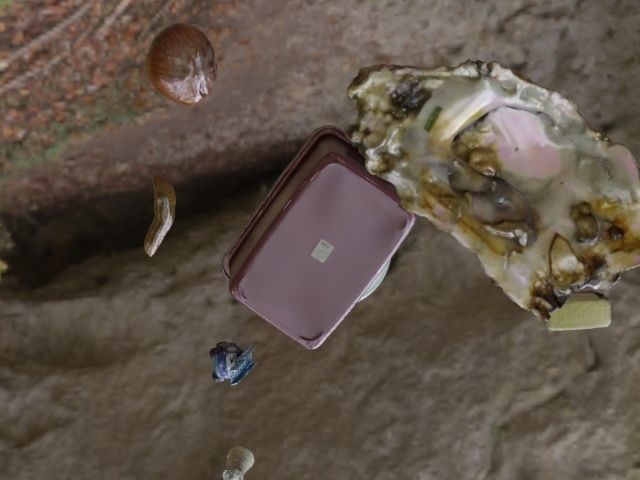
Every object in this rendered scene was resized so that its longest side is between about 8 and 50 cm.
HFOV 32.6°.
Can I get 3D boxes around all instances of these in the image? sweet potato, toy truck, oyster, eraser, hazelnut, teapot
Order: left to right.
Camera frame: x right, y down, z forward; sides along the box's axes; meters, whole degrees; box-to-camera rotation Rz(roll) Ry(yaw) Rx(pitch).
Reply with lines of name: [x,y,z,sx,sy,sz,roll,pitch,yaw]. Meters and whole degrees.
sweet potato: [-0.344,-0.050,2.370,0.053,0.182,0.054,18,-165,22]
hazelnut: [-0.258,-0.333,2.071,0.143,0.154,0.143,6,-156,-3]
toy truck: [-0.164,0.223,1.954,0.074,0.063,0.136,-3,-167,15]
teapot: [-0.174,0.466,2.236,0.057,0.067,0.083,31,-160,-1]
oyster: [0.186,-0.074,1.130,0.201,0.354,0.107,-49,-179,-2]
eraser: [0.474,0.131,2.048,0.117,0.058,0.172,-6,-179,7]

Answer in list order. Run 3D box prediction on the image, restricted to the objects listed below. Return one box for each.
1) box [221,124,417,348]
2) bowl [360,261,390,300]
box: [0.000,0.000,1.536,0.193,0.294,0.167,35,-171,-7]
bowl: [0.033,0.001,2.492,0.307,0.307,0.163,-5,173,-21]
